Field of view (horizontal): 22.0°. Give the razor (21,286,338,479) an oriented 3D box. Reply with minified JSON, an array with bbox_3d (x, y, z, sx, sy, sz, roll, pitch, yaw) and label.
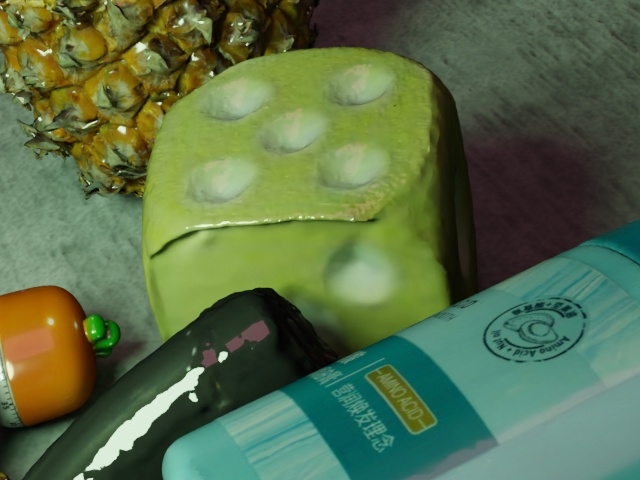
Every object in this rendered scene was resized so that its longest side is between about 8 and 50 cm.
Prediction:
[{"bbox_3d":[-0.131,0.166,1.133,0.107,0.189,0.327,45,91,3],"label":"razor"}]

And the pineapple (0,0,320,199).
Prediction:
[{"bbox_3d":[-0.169,-0.206,1.557,0.352,0.300,0.352,-8,38,6],"label":"pineapple"}]

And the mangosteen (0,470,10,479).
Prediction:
[{"bbox_3d":[-0.348,0.151,1.294,0.230,0.194,0.194,18,42,-4],"label":"mangosteen"}]

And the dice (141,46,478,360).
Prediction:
[{"bbox_3d":[0.000,0.000,1.309,0.233,0.238,0.227,-4,41,11],"label":"dice"}]

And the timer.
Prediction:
[{"bbox_3d":[-0.228,0.090,1.378,0.136,0.099,0.136,-8,52,10],"label":"timer"}]

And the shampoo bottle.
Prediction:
[{"bbox_3d":[0.122,0.198,0.967,0.343,0.331,0.331,-25,40,-10],"label":"shampoo bottle"}]
